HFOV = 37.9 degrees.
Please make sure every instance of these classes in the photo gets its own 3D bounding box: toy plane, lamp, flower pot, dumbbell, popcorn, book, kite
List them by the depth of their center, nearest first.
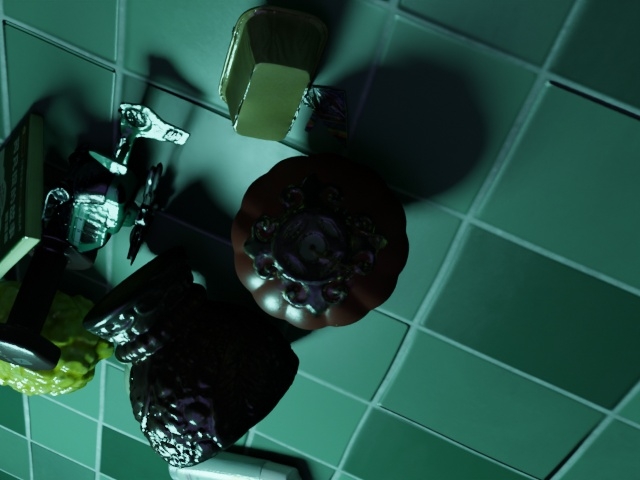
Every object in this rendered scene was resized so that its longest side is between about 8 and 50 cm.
[{"bbox_3d":[0.001,-0.163,1.158,0.122,0.004,0.090,39,137,-9],"label":"kite"},{"bbox_3d":[0.000,0.000,1.186,0.226,0.227,0.227,15,138,14],"label":"lamp"},{"bbox_3d":[-0.302,-0.077,1.348,0.155,0.106,0.382,25,139,-7],"label":"toy plane"},{"bbox_3d":[-0.481,-0.044,1.412,0.027,0.202,0.264,13,151,-35],"label":"book"},{"bbox_3d":[-0.210,0.166,1.440,0.266,0.266,0.267,-24,109,43],"label":"flower pot"},{"bbox_3d":[-0.452,0.085,1.484,0.124,0.226,0.140,5,155,21],"label":"dumbbell"},{"bbox_3d":[-0.516,0.170,1.652,0.285,0.174,0.225,-7,141,38],"label":"popcorn"}]

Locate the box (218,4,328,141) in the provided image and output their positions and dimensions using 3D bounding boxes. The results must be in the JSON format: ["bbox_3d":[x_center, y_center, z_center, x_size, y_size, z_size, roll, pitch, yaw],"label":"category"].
[{"bbox_3d":[-0.059,-0.196,1.090,0.111,0.111,0.177,28,142,0],"label":"box"}]

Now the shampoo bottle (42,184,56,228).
[{"bbox_3d":[-0.436,-0.040,1.429,0.034,0.141,0.049,-26,117,10],"label":"shampoo bottle"}]

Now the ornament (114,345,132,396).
[{"bbox_3d":[-0.330,0.244,1.717,0.081,0.074,0.156,36,149,33],"label":"ornament"}]

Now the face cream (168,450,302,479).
[{"bbox_3d":[-0.169,0.464,1.857,0.269,0.073,0.107,6,143,22],"label":"face cream"}]
